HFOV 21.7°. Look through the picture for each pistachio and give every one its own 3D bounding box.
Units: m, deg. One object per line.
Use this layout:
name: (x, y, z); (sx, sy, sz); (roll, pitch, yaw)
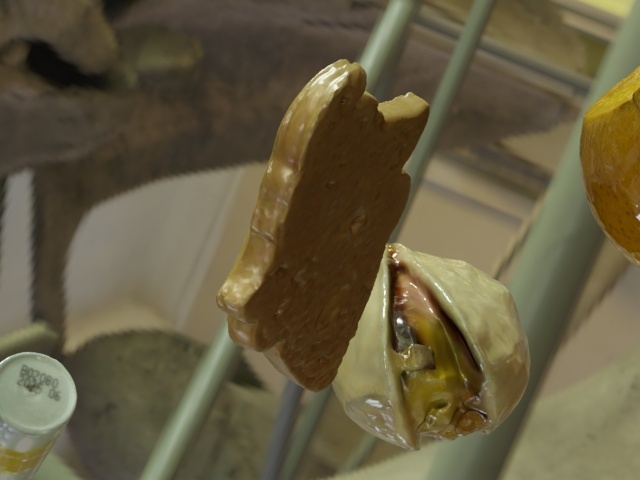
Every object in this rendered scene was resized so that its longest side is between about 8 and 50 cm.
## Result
pistachio: (0.078, 0.078, 1.230); (0.229, 0.157, 0.157); (-97, 29, -84)

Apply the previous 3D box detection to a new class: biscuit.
biscuit: (0.000, 0.000, 0.897); (0.162, 0.035, 0.250); (-39, -31, -31)

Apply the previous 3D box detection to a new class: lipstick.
lipstick: (-0.226, 0.158, 1.114); (0.264, 0.059, 0.059); (-52, 7, 51)

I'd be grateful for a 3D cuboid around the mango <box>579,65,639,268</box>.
mango: (0.301, -0.069, 1.071); (0.290, 0.191, 0.160); (-41, 7, 42)
